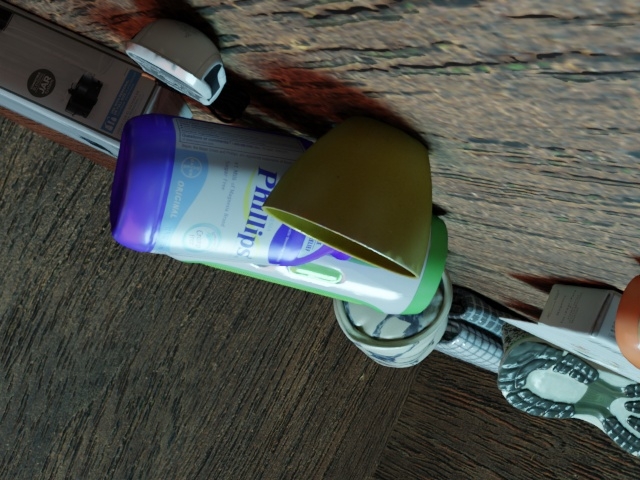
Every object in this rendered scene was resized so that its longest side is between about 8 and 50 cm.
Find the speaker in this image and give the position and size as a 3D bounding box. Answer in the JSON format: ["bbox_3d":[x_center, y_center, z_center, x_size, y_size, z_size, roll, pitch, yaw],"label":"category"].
[{"bbox_3d":[-0.023,-0.010,0.860,0.296,0.131,0.131,15,177,-11],"label":"speaker"}]

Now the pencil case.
[{"bbox_3d":[0.120,0.099,1.269,0.160,0.183,0.410,19,172,11],"label":"pencil case"}]

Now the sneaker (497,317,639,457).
[{"bbox_3d":[0.474,0.222,1.376,0.410,0.158,0.182,24,-154,-13],"label":"sneaker"}]

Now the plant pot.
[{"bbox_3d":[0.034,-0.040,0.640,0.134,0.095,0.134,24,176,2],"label":"plant pot"}]

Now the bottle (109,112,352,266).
[{"bbox_3d":[-0.040,-0.035,0.734,0.282,0.118,0.092,8,-153,-22],"label":"bottle"}]

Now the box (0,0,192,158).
[{"bbox_3d":[-0.296,-0.174,0.876,0.290,0.087,0.169,24,175,4],"label":"box"}]

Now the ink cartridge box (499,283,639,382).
[{"bbox_3d":[0.384,0.130,0.977,0.275,0.060,0.239,25,176,-10],"label":"ink cartridge box"}]

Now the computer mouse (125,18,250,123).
[{"bbox_3d":[-0.101,-0.135,0.630,0.106,0.042,0.193,30,180,-8],"label":"computer mouse"}]

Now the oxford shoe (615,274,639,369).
[{"bbox_3d":[0.362,0.115,0.735,0.098,0.097,0.271,11,167,47],"label":"oxford shoe"}]

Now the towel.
[{"bbox_3d":[0.278,0.167,1.579,0.235,0.121,0.283,25,174,-26],"label":"towel"}]
